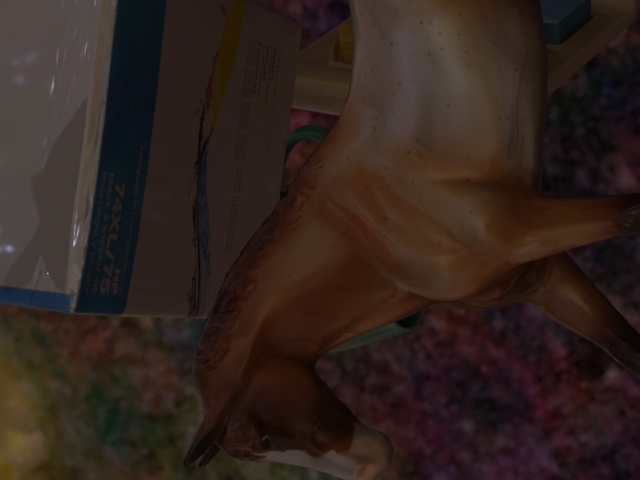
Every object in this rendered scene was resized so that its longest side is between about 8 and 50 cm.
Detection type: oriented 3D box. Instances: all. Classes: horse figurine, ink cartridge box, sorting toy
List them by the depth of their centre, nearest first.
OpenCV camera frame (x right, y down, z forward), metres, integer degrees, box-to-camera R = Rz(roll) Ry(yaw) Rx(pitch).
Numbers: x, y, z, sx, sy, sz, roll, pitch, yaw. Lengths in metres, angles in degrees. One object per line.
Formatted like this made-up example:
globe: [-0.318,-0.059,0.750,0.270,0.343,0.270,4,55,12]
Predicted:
horse figurine: [0.060,-0.052,0.512,0.066,0.174,0.263,-41,-42,-70]
ink cartridge box: [-0.155,-0.062,1.069,0.270,0.198,0.197,9,-92,-70]
sorting toy: [0.096,-0.144,1.300,0.193,0.208,0.038,12,128,30]

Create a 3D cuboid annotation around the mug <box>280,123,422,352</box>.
mug: [0.005,0.006,1.396,0.129,0.097,0.158,32,-136,-58]
